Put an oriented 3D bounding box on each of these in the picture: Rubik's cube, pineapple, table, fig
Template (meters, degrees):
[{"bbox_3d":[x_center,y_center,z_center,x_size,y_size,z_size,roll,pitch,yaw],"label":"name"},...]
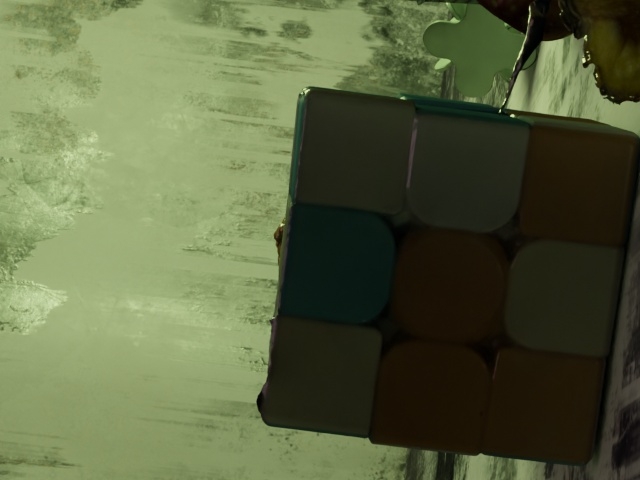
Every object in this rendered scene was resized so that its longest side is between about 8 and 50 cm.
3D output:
[{"bbox_3d":[0.124,0.022,1.723,0.346,0.344,0.346,-100,19,-82],"label":"Rubik's cube"},{"bbox_3d":[0.259,-0.277,1.401,0.161,0.158,0.334,-85,2,-53],"label":"pineapple"},{"bbox_3d":[0.246,-0.330,2.399,0.198,0.167,0.166,-72,-9,-57],"label":"table"},{"bbox_3d":[0.282,-0.358,1.874,0.257,0.159,0.159,-61,0,-4],"label":"fig"}]

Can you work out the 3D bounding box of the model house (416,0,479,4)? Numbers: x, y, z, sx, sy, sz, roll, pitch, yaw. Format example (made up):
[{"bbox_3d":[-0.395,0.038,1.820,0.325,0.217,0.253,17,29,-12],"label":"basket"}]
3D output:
[{"bbox_3d":[0.218,-0.403,2.034,0.198,0.224,0.215,-99,11,-63],"label":"model house"}]

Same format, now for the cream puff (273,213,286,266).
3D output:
[{"bbox_3d":[0.000,0.000,1.946,0.104,0.119,0.133,-127,28,-56],"label":"cream puff"}]
